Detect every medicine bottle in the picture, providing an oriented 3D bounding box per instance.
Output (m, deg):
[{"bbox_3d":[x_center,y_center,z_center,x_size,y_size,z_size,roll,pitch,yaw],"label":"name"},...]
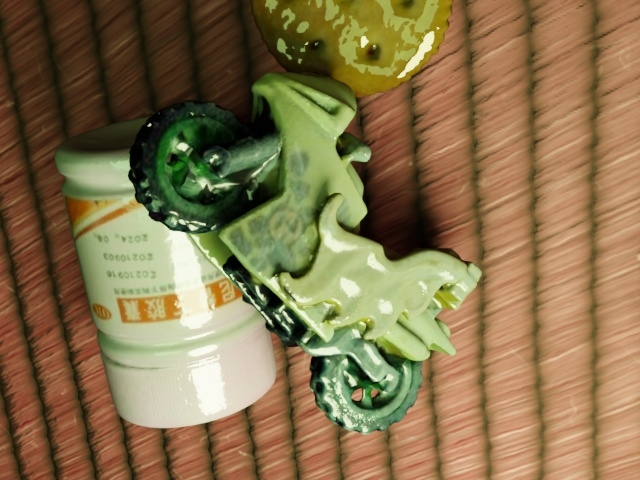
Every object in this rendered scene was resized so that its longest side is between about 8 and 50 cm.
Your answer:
[{"bbox_3d":[-0.167,0.028,1.109,0.202,0.202,0.316,-2,110,20],"label":"medicine bottle"}]

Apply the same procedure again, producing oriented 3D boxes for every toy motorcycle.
[{"bbox_3d":[0.000,0.000,0.999,0.237,0.168,0.410,-44,111,-16],"label":"toy motorcycle"}]

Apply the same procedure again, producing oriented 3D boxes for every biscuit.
[{"bbox_3d":[0.030,-0.257,1.005,0.220,0.066,0.220,6,112,16],"label":"biscuit"}]
